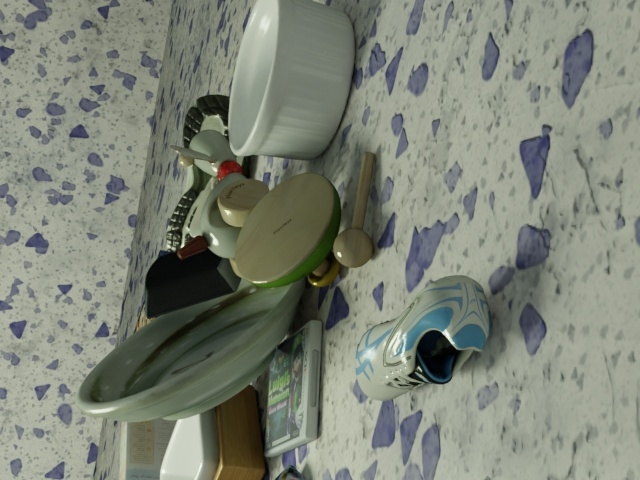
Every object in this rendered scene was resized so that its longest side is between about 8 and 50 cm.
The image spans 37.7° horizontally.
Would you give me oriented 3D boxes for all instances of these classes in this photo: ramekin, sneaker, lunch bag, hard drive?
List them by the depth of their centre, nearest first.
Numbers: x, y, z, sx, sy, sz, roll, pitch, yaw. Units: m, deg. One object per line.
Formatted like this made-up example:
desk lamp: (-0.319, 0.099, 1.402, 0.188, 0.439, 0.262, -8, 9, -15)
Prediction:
sneaker: (0.096, 0.119, 0.956, 0.237, 0.085, 0.086, 124, 155, -54)
lunch bag: (-0.054, 0.368, 1.321, 0.083, 0.053, 0.071, -88, 19, -52)
ramekin: (-0.048, -0.260, 1.513, 0.277, 0.135, 0.277, -169, 90, -72)
hard drive: (-0.223, 0.058, 1.634, 0.254, 0.172, 0.054, -106, -1, -76)
sneaker: (-0.209, -0.098, 1.984, 0.182, 0.158, 0.410, -20, -58, -75)

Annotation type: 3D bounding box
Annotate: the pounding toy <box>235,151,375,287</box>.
pounding toy: (0.000, 0.000, 1.326, 0.237, 0.110, 0.182, -17, 47, 37)

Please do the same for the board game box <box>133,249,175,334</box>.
board game box: (-0.324, 0.162, 1.839, 0.165, 0.042, 0.243, -101, 28, -49)

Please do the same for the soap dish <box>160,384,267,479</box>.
soap dish: (-0.186, 0.391, 1.597, 0.229, 0.118, 0.290, -104, 30, -52)

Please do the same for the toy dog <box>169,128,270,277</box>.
toy dog: (-0.182, -0.057, 1.540, 0.334, 0.161, 0.220, -140, 34, -67)

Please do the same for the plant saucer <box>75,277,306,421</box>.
plant saucer: (-0.184, 0.180, 1.471, 0.100, 0.400, 0.400, 61, 167, -13)

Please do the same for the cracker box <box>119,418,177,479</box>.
cracker box: (-0.334, 0.437, 1.953, 0.232, 0.156, 0.067, -101, 28, -49)

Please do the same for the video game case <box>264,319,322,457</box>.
video game case: (-0.043, 0.226, 1.411, 0.190, 0.022, 0.173, 136, 141, -61)
